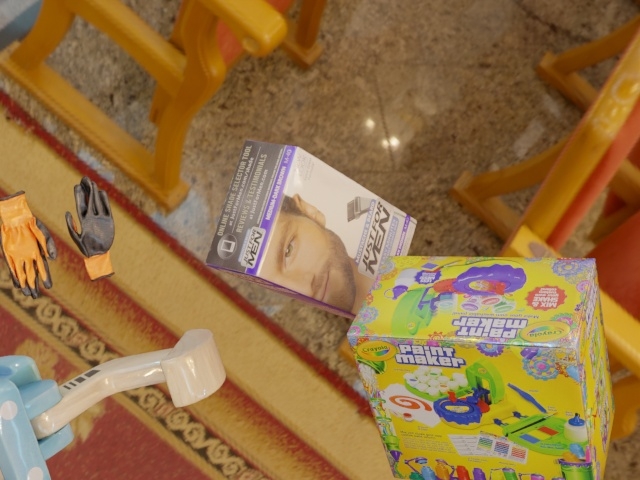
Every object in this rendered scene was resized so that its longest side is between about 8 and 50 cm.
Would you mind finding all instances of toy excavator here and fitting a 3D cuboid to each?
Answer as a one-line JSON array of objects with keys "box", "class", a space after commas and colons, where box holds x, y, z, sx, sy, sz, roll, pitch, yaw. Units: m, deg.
[{"box": [-0.426, 0.255, 1.314, 0.445, 0.433, 0.222, -35, 113, -50], "class": "toy excavator"}]

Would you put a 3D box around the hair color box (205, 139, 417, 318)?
[{"box": [0.000, 0.000, 1.278, 0.339, 0.110, 0.185, 25, 79, -50], "class": "hair color box"}]

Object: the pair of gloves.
[{"box": [-0.177, -0.002, 0.591, 0.083, 0.010, 0.074, -18, 106, -41], "class": "pair of gloves"}]

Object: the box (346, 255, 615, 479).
[{"box": [0.226, 0.182, 1.169, 0.177, 0.290, 0.279, -58, 139, -46], "class": "box"}]
